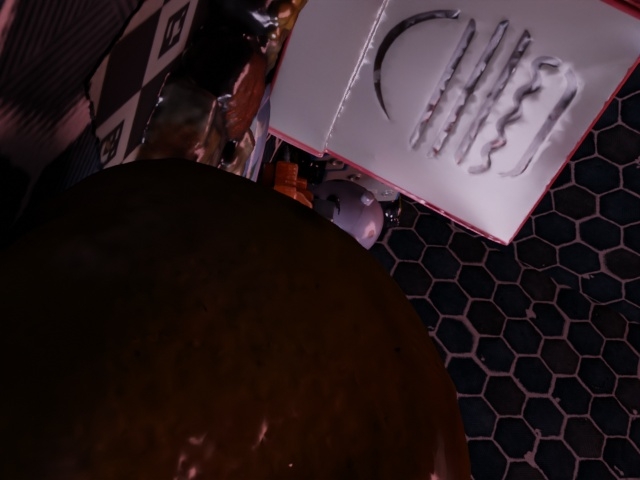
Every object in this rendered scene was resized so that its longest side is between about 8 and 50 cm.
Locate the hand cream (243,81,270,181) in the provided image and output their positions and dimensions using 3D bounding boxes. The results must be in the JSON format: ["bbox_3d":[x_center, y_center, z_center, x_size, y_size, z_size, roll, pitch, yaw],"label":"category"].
[{"bbox_3d":[-0.096,-0.031,0.891,0.088,0.055,0.256,-68,178,-69],"label":"hand cream"}]

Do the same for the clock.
[{"bbox_3d":[-0.004,0.001,1.335,0.254,0.188,0.189,-54,-175,47],"label":"clock"}]

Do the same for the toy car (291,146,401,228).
[{"bbox_3d":[0.043,-0.126,1.435,0.314,0.198,0.166,104,-19,-68],"label":"toy car"}]

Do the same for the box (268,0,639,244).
[{"bbox_3d":[0.158,-0.241,0.930,0.312,0.300,0.314,-61,177,-44],"label":"box"}]

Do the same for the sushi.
[{"bbox_3d":[-0.049,-0.135,0.629,0.292,0.059,0.294,-62,177,-23],"label":"sushi"}]

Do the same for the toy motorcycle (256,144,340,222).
[{"bbox_3d":[-0.073,0.025,1.126,0.326,0.147,0.221,120,-24,-69],"label":"toy motorcycle"}]

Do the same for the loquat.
[{"bbox_3d":[-0.071,0.110,0.448,0.276,0.284,0.276,-33,-173,4],"label":"loquat"}]
